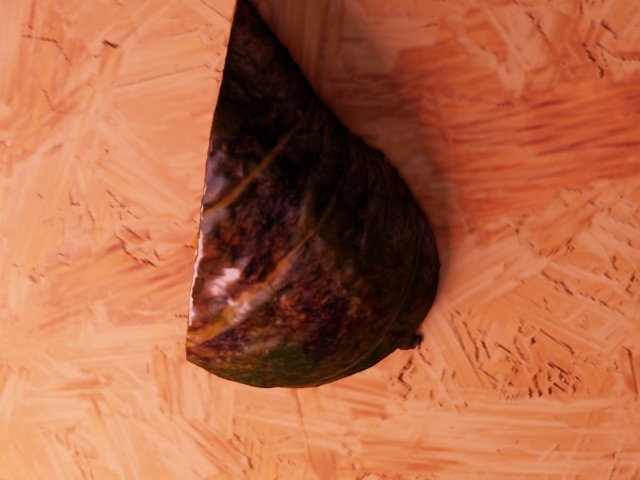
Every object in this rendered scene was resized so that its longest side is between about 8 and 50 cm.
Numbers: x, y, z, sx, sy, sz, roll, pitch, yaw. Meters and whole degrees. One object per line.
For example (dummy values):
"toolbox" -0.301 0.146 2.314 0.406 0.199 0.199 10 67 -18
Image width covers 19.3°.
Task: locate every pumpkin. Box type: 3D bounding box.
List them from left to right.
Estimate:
"pumpkin" 0.000 -0.001 1.201 0.163 0.111 0.279 9 118 1
